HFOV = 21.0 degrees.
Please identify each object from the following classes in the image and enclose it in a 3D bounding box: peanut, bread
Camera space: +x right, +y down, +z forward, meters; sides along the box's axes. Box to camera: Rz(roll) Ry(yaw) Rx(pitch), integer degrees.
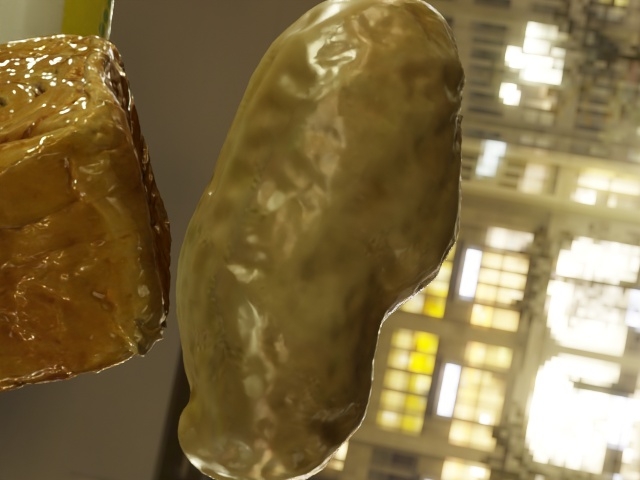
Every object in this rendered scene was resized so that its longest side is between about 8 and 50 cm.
[{"bbox_3d":[0.000,0.000,1.291,0.169,0.192,0.387,19,87,62],"label":"peanut"},{"bbox_3d":[-0.161,-0.015,0.916,0.149,0.158,0.143,-110,1,-62],"label":"bread"}]

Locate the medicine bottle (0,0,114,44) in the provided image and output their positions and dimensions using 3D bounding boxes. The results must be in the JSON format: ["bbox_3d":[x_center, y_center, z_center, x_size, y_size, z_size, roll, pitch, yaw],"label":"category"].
[{"bbox_3d":[-0.222,-0.230,1.308,0.143,0.143,0.258,44,-130,-75],"label":"medicine bottle"}]
